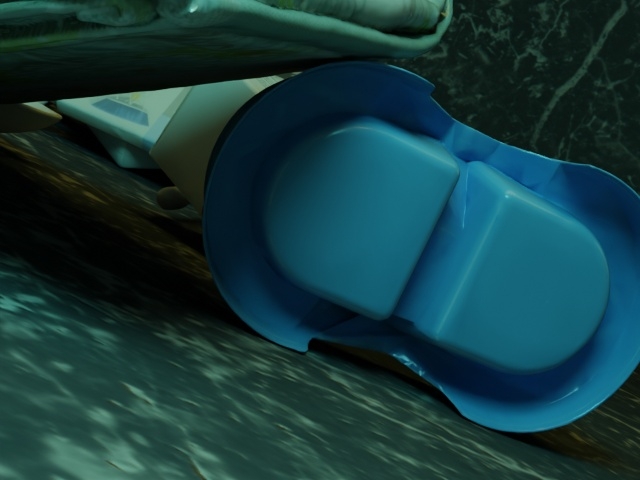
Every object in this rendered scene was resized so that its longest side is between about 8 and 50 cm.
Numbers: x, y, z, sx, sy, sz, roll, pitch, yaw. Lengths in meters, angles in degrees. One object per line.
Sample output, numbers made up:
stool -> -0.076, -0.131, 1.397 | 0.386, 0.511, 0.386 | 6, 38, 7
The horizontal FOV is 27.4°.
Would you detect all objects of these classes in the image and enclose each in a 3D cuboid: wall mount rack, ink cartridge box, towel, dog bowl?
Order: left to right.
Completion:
towel -> -0.126, -0.129, 0.694 | 0.320, 0.090, 0.374 | -2, 3, 21
wall mount rack -> -0.152, -0.128, 1.146 | 0.350, 0.130, 0.304 | 24, 49, 11
ink cartridge box -> 0.017, -0.031, 1.000 | 0.237, 0.100, 0.172 | 14, 27, -51
dog bowl -> 0.062, 0.001, 0.774 | 0.297, 0.166, 0.074 | 23, 6, -23

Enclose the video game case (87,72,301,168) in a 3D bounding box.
video game case -> -0.117, -0.157, 1.396 | 0.329, 0.036, 0.300 | 0, 32, -34

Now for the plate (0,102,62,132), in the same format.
plate -> -0.361, -0.148, 0.906 | 0.278, 0.045, 0.277 | 28, 6, 27

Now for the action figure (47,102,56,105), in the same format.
action figure -> -0.255, -0.181, 1.528 | 0.285, 0.099, 0.185 | 39, 5, 41
